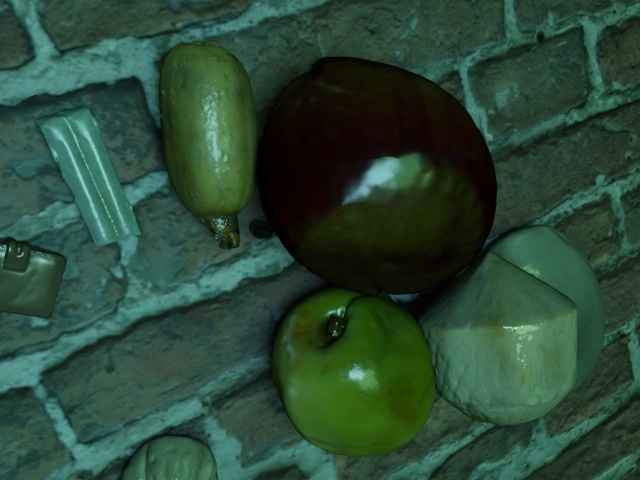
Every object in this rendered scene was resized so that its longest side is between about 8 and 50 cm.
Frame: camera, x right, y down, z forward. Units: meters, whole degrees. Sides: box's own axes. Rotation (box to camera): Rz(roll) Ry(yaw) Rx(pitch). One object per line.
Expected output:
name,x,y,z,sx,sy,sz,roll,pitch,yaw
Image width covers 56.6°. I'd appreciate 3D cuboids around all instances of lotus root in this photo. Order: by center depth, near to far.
lotus root,-0.183,-0.151,0.971,0.151,0.169,0.343,-8,102,-28

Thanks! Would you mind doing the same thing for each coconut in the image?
coconut,0.343,0.177,1.144,0.328,0.328,0.329,-5,101,-26

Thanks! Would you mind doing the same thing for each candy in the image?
candy,0.495,0.177,1.366,0.385,0.186,0.428,-9,99,-21

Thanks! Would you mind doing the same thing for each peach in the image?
peach,0.068,0.246,1.107,0.314,0.281,0.316,-29,117,-25

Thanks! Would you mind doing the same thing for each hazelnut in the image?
hazelnut,0.106,-0.104,0.993,0.429,0.402,0.402,34,83,-39

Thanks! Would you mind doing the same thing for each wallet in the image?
wallet,-0.487,0.056,0.932,0.152,0.038,0.118,19,93,-31

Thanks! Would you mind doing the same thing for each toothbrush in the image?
toothbrush,0.000,0.000,1.170,0.297,0.031,0.030,10,120,-29

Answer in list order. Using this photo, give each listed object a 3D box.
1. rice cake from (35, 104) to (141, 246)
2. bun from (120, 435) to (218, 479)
rice cake,-0.369,-0.099,0.961,0.085,0.040,0.226,-26,109,-21
bun,-0.268,0.445,1.061,0.183,0.102,0.184,1,86,-22
